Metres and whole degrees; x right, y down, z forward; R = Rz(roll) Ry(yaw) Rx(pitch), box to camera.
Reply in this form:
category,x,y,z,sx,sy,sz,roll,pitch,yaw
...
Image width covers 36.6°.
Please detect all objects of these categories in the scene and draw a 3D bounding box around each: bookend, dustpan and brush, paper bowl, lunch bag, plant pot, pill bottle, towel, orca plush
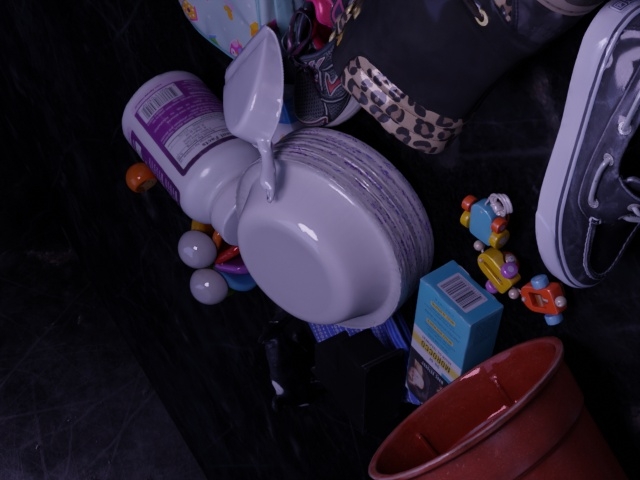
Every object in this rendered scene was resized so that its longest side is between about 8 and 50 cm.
category,x,y,z,sx,sy,sz,roll,pitch,yaw
bookend,0.054,0.187,1.498,0.157,0.072,0.156,46,149,40
dustpan and brush,-0.080,-0.151,1.248,0.147,0.060,0.211,-34,48,56
paper bowl,0.000,0.000,1.322,0.284,0.148,0.284,29,142,25
lunch bag,-0.105,-0.374,1.278,0.224,0.108,0.279,37,148,33
plant pot,0.241,0.299,1.131,0.265,0.272,0.272,55,156,-1
pill bottle,-0.190,-0.135,1.617,0.301,0.169,0.169,49,152,28
towel,0.058,0.160,1.590,0.243,0.040,0.336,65,156,-3
orca plush,-0.026,0.225,1.762,0.102,0.151,0.287,10,135,17

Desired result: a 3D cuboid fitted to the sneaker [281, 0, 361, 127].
category,x,y,z,sx,sy,sz,roll,pitch,yaw
sneaker,0.003,-0.239,1.201,0.121,0.112,0.299,54,155,17

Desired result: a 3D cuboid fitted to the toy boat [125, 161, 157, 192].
category,x,y,z,sx,sy,sz,roll,pitch,yaw
toy boat,-0.300,-0.136,1.852,0.231,0.151,0.151,39,147,41

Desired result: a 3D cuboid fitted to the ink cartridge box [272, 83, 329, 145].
category,x,y,z,sx,sy,sz,roll,pitch,yaw
ink cartridge box,-0.030,-0.135,1.431,0.104,0.062,0.181,19,132,57

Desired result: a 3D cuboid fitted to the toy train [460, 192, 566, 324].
category,x,y,z,sx,sy,sz,roll,pitch,yaw
toy train,0.226,0.013,1.105,0.125,0.046,0.166,-2,116,62

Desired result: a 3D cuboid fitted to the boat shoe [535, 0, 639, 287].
category,x,y,z,sx,sy,sz,roll,pitch,yaw
boat shoe,0.275,-0.062,0.863,0.102,0.108,0.301,45,144,41

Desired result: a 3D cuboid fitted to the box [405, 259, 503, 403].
category,x,y,z,sx,sy,sz,roll,pitch,yaw
box,0.176,0.147,1.315,0.100,0.060,0.244,45,150,33

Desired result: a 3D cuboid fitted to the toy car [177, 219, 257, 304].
category,x,y,z,sx,sy,sz,roll,pitch,yaw
toy car,-0.171,0.025,1.807,0.136,0.159,0.182,-1,120,23

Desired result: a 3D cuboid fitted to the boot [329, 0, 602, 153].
category,x,y,z,sx,sy,sz,roll,pitch,yaw
boot,0.084,-0.288,0.910,0.377,0.138,0.284,55,146,13
